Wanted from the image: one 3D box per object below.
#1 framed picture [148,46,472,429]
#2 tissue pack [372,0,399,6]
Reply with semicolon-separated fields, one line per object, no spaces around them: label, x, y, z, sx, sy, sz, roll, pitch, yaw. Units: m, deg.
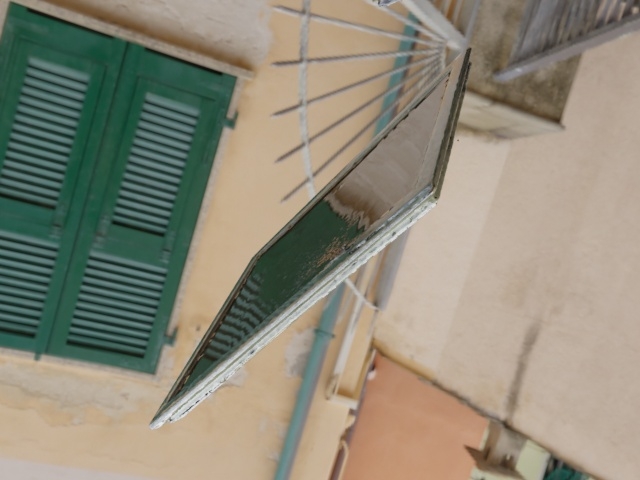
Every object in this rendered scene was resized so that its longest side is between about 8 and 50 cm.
framed picture;0.000;0.000;0.505;0.019;0.296;0.232;41;-144;-11
tissue pack;0.077;-0.382;0.622;0.123;0.215;0.257;6;135;51
